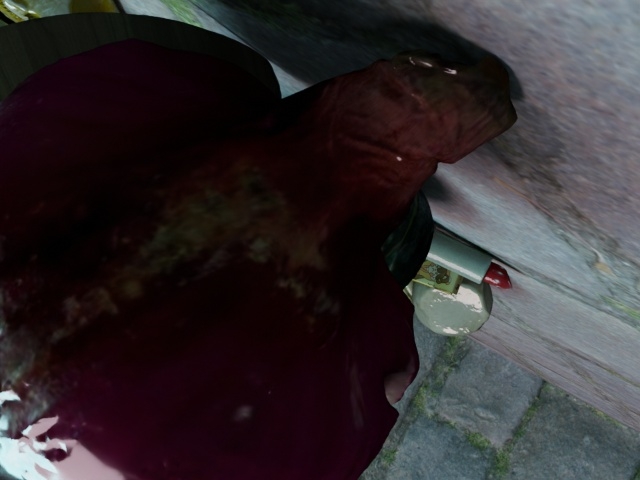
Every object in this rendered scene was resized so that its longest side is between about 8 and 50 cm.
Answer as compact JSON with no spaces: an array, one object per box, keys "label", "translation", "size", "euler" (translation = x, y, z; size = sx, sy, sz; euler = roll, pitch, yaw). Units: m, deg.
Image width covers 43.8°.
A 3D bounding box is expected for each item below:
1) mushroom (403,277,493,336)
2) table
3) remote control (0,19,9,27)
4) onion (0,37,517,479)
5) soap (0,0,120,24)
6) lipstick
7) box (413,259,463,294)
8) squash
[{"label":"mushroom","translation":[0.208,0.087,1.335],"size":[0.128,0.128,0.350],"euler":[32,-179,-7]},{"label":"table","translation":[-0.212,-0.110,0.872],"size":[0.317,0.317,0.249],"euler":[33,179,-22]},{"label":"remote control","translation":[-0.375,-0.236,1.010],"size":[0.285,0.038,0.123],"euler":[30,177,-16]},{"label":"onion","translation":[-0.057,-0.004,0.568],"size":[0.398,0.420,0.398],"euler":[25,-135,-27]},{"label":"soap","translation":[-0.326,-0.283,0.947],"size":[0.173,0.089,0.274],"euler":[29,177,-5]},{"label":"lipstick","translation":[0.185,0.019,1.112],"size":[0.186,0.057,0.063],"euler":[26,147,10]},{"label":"box","translation":[0.140,0.023,1.162],"size":[0.149,0.073,0.020],"euler":[19,174,16]},{"label":"squash","translation":[0.012,-0.032,0.926],"size":[0.252,0.165,0.252],"euler":[34,176,3]}]
